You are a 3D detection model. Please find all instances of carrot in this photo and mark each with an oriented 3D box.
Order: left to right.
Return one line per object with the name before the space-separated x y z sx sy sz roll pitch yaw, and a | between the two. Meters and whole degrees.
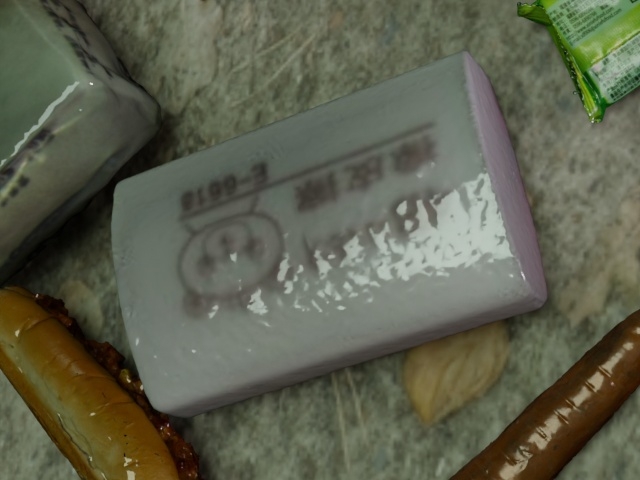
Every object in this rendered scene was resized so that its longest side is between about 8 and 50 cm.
carrot | 0.157 0.105 0.842 0.224 0.057 0.057 -46 65 4

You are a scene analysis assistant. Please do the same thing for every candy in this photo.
candy | 0.225 -0.163 0.882 0.178 0.032 0.102 -35 71 11

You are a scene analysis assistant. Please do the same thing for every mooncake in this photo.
mooncake | -0.266 -0.089 1.020 0.250 0.136 0.254 -46 63 11

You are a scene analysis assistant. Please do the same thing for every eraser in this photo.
eraser | 0.000 0.000 0.910 0.270 0.095 0.174 -18 69 18

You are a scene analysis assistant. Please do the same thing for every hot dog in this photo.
hot dog | -0.155 0.119 0.950 0.076 0.102 0.249 -35 59 -18
